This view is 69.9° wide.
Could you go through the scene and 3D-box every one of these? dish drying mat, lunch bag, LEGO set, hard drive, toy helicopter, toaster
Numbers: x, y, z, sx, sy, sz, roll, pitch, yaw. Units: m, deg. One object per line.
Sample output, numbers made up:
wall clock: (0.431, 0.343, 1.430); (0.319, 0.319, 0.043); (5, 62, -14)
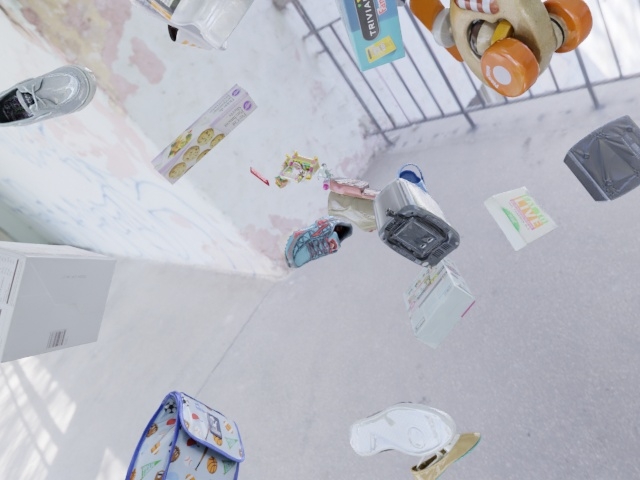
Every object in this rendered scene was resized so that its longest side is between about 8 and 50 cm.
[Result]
dish drying mat: (-0.199, -0.209, 1.501); (0.008, 0.083, 0.032); (-36, 42, 19)
lunch bag: (-0.434, 0.738, 1.523); (0.238, 0.328, 0.386); (-18, 43, 28)
LEGO set: (-0.095, -0.211, 1.523); (0.287, 0.132, 0.107); (3, 48, 46)
hard drive: (0.731, -0.202, 1.145); (0.254, 0.172, 0.054); (-29, -12, -23)
toy helicopter: (0.217, -0.381, 0.693); (0.140, 0.355, 0.235); (-41, 19, -6)
toaster: (0.212, -0.048, 1.078); (0.129, 0.227, 0.146); (-47, 30, 28)

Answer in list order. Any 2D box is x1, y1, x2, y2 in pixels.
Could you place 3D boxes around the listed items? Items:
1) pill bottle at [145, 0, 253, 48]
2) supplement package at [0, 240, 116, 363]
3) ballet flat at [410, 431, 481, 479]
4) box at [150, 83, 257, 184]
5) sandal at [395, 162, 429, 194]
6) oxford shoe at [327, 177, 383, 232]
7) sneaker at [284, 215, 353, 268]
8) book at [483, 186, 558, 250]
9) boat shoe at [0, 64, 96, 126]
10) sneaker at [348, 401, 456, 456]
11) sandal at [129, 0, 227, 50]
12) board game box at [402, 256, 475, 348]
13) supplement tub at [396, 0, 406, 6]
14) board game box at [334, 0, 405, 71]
pill bottle: (-0.240, -0.451, 0.723); (0.162, 0.278, 0.162); (-41, 29, 28)
supplement package: (-0.590, 0.117, 0.959); (0.145, 0.262, 0.204); (14, 89, 12)
ballet flat: (0.339, 0.591, 1.264); (0.232, 0.073, 0.080); (-49, -14, 12)
box: (-0.316, -0.289, 1.249); (0.324, 0.067, 0.063); (-43, 52, -4)
sandal: (0.346, -0.162, 1.669); (0.126, 0.138, 0.317); (-18, 54, -3)
oxford shoe: (0.180, -0.080, 1.316); (0.348, 0.130, 0.123); (20, 23, 24)
sneaker: (0.000, 0.000, 1.423); (0.125, 0.104, 0.262); (11, 40, 44)
book: (0.345, -0.041, 0.792); (0.144, 0.096, 0.035); (-17, -19, -45)
boat shoe: (-0.519, -0.257, 0.843); (0.227, 0.079, 0.081); (-15, 20, 18)
sneaker: (0.199, 0.391, 0.988); (0.295, 0.146, 0.105); (-38, 67, 47)
sandal: (-0.306, -0.469, 0.959); (0.076, 0.265, 0.102); (-12, 84, 32)
board game box: (0.407, 0.199, 1.615); (0.224, 0.097, 0.303); (-56, 11, 20)
supplement tub: (0.233, -0.755, 1.254); (0.106, 0.106, 0.198); (40, 115, 60)
board game box: (0.037, -0.478, 0.729); (0.079, 0.254, 0.336); (-17, 52, 8)
